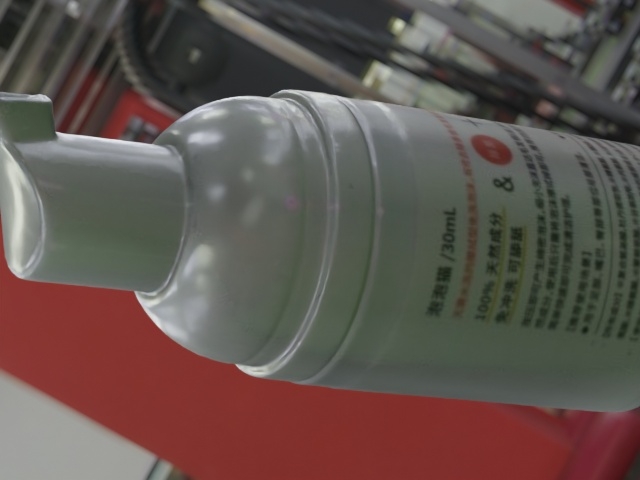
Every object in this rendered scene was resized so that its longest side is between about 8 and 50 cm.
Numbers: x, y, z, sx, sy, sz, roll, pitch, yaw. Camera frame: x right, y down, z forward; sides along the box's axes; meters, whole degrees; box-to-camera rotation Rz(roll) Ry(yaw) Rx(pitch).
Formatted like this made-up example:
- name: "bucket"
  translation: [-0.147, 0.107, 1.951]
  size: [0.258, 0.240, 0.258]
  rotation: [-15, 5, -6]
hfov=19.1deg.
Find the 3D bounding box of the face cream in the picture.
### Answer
- name: "face cream"
  translation: [0.000, 0.000, 0.933]
  size: [0.145, 0.369, 0.145]
  rotation: [-27, 60, 60]
